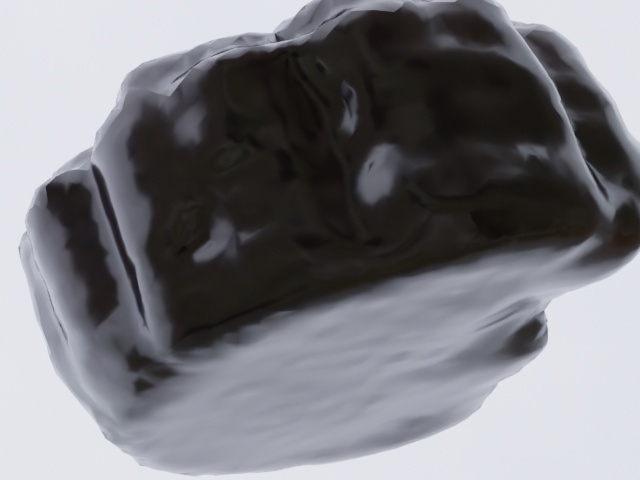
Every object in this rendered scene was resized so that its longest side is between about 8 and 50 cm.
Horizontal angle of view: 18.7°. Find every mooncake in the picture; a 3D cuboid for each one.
[{"bbox_3d":[0.000,0.000,1.213,0.351,0.212,0.381,-4,-26,-44],"label":"mooncake"}]
